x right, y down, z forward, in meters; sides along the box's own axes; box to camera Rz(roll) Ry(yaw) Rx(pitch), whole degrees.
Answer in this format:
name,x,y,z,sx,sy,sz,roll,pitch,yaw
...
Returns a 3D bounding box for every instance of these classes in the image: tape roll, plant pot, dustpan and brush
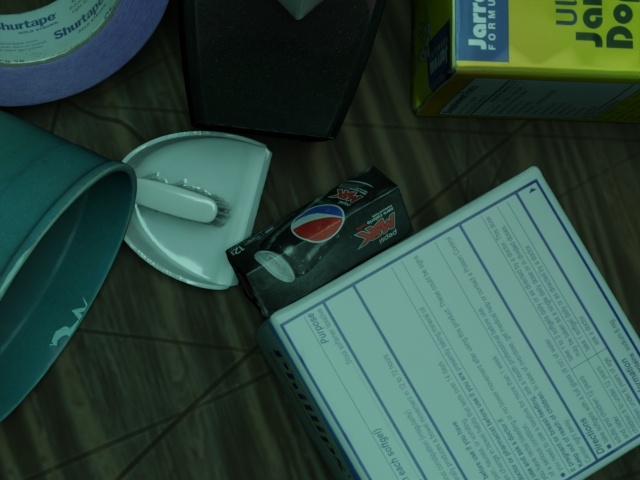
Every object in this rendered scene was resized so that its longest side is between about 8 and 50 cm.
name,x,y,z,sx,sy,sz,roll,pitch,yaw
tape roll,-0.270,-0.254,1.293,0.275,0.274,0.090,-14,43,-9
plant pot,-0.045,-0.179,1.361,0.188,0.188,0.166,6,91,-7
plant pot,-0.336,-0.010,1.261,0.255,0.271,0.271,31,79,7
dustpan and brush,-0.166,-0.045,1.373,0.211,0.060,0.147,15,97,3

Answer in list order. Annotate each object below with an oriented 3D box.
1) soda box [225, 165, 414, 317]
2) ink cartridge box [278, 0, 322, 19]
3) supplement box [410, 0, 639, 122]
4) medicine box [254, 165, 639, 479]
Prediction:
name,x,y,z,sx,sy,sz,roll,pitch,yaw
soda box,0.000,0.000,1.388,0.169,0.053,0.060,-31,126,-12
ink cartridge box,-0.031,-0.330,1.229,0.172,0.100,0.237,-42,86,-13
supplement box,0.277,-0.224,1.397,0.357,0.194,0.195,1,83,-8
medicine box,0.129,0.120,1.355,0.289,0.149,0.263,-29,87,-10
